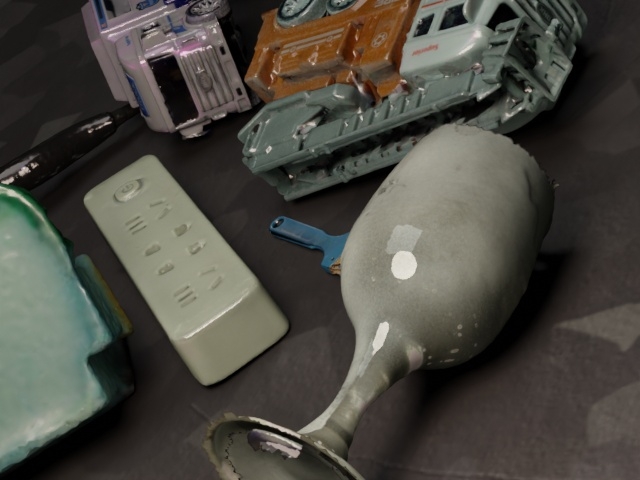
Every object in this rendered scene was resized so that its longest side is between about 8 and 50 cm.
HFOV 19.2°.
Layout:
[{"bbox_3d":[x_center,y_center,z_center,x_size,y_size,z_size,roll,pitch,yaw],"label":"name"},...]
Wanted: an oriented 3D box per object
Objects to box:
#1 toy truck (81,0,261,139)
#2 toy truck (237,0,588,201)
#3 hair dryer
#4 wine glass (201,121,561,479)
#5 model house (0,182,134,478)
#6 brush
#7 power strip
[{"bbox_3d":[-0.160,-0.207,1.961,0.155,0.124,0.268,-22,29,0],"label":"toy truck"},{"bbox_3d":[0.082,-0.142,1.625,0.338,0.133,0.184,-11,46,43],"label":"toy truck"},{"bbox_3d":[-0.309,-0.079,2.024,0.359,0.120,0.303,-30,12,-12],"label":"hair dryer"},{"bbox_3d":[0.054,0.060,1.331,0.143,0.143,0.321,-2,42,46],"label":"wine glass"},{"bbox_3d":[-0.303,0.088,1.635,0.280,0.230,0.249,-31,4,4],"label":"model house"},{"bbox_3d":[0.000,0.000,1.612,0.051,0.014,0.164,-43,28,-17],"label":"brush"},{"bbox_3d":[-0.132,0.012,1.685,0.091,0.062,0.385,-34,29,-5],"label":"power strip"}]
